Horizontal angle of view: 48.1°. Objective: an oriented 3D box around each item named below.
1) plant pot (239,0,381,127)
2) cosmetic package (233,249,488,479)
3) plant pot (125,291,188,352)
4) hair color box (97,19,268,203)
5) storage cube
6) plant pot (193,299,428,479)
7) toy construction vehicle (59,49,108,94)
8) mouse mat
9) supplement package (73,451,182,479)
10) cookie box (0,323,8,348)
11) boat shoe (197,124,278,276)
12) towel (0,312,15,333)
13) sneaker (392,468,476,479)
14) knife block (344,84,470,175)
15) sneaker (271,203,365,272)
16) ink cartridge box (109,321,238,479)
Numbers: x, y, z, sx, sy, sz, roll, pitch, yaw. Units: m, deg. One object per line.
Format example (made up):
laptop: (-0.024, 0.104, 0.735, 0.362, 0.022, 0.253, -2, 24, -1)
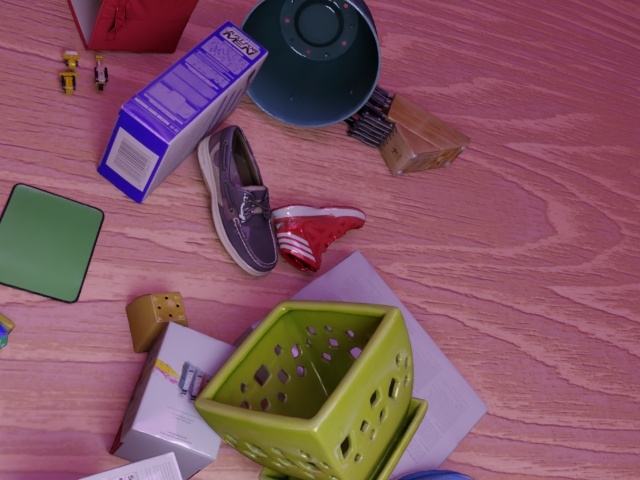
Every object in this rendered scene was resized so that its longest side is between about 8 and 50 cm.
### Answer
plant pot: (-0.013, -0.422, 1.514, 0.293, 0.293, 0.235, 28, 34, -12)
cosmetic package: (0.076, 0.239, 1.246, 0.284, 0.097, 0.377, -33, 80, -41)
plant pot: (-0.252, 0.121, 1.135, 0.081, 0.083, 0.081, -3, 61, -32)
hair color box: (-0.246, -0.240, 1.307, 0.110, 0.185, 0.339, 39, 48, -3)
storage cube: (-0.370, -0.497, 1.404, 0.193, 0.183, 0.215, -10, 66, -37)
plant pot: (0.004, 0.232, 0.996, 0.227, 0.228, 0.207, -49, 126, -37)
toy construction vehicle: (-0.443, -0.310, 1.341, 0.086, 0.035, 0.098, -5, 60, -21)
mouse mat: (-0.441, 0.002, 1.150, 0.153, 0.007, 0.189, 20, 53, -19)
supplement package: (-0.246, 0.394, 0.838, 0.145, 0.262, 0.204, -7, 64, -34)
cookie box: (-0.500, 0.131, 0.979, 0.092, 0.040, 0.107, 47, 51, 10)
boat shoe: (-0.140, -0.076, 1.307, 0.103, 0.092, 0.285, -5, 71, -48)
towel: (-0.538, 0.170, 0.974, 0.102, 0.021, 0.237, 35, 49, 0)
sneaker: (0.097, 0.414, 1.021, 0.330, 0.147, 0.129, -12, 76, -17)
knife block: (0.182, -0.277, 1.656, 0.276, 0.088, 0.242, -13, 68, -36)
sneaker: (0.000, 0.000, 1.390, 0.221, 0.087, 0.128, 1, 82, -37)
ink cartridge box: (-0.207, 0.236, 1.056, 0.127, 0.128, 0.176, 25, 50, -15)
